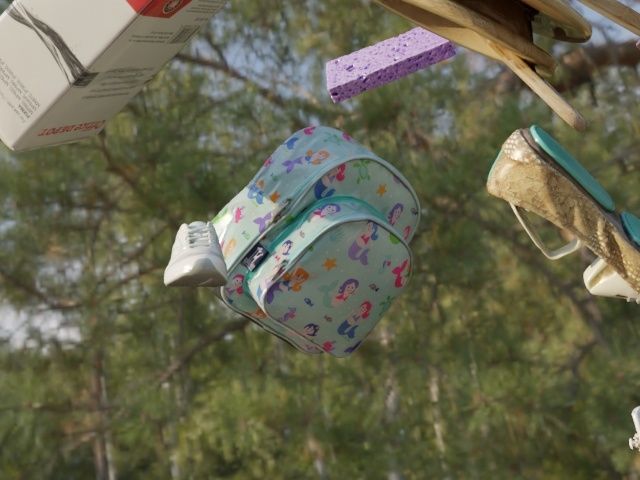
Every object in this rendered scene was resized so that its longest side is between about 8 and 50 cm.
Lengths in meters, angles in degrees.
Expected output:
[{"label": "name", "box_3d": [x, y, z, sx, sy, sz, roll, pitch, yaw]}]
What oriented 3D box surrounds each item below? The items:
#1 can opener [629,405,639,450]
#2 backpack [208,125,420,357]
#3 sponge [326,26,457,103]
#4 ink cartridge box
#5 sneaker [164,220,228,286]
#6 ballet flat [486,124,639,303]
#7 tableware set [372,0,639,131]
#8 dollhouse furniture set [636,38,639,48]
[{"label": "can opener", "box_3d": [0.474, 0.343, 1.368, 0.074, 0.280, 0.093, 15, -31, -43]}, {"label": "backpack", "box_3d": [0.000, 0.000, 1.257, 0.253, 0.191, 0.225, -53, -46, -2]}, {"label": "sponge", "box_3d": [0.111, -0.290, 1.669, 0.210, 0.117, 0.031, -20, -62, 12]}, {"label": "ink cartridge box", "box_3d": [-0.241, -0.233, 1.148, 0.273, 0.114, 0.197, -42, -2, 18]}, {"label": "sneaker", "box_3d": [-0.112, 0.012, 0.924, 0.053, 0.061, 0.152, 3, -1, -11]}, {"label": "ballet flat", "box_3d": [0.208, -0.001, 0.785, 0.067, 0.206, 0.073, -47, 5, 24]}, {"label": "tableware set", "box_3d": [-0.002, -0.091, 0.323, 0.194, 0.128, 0.039, 22, -82, -23]}, {"label": "dollhouse furniture set", "box_3d": [0.344, -0.196, 0.872, 0.091, 0.081, 0.114, 31, -29, -7]}]
